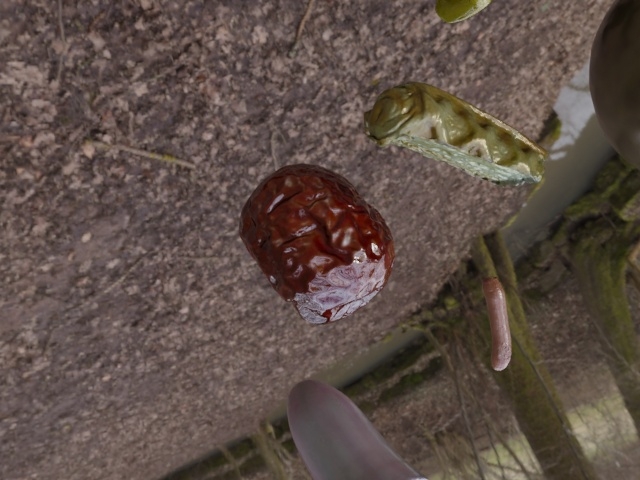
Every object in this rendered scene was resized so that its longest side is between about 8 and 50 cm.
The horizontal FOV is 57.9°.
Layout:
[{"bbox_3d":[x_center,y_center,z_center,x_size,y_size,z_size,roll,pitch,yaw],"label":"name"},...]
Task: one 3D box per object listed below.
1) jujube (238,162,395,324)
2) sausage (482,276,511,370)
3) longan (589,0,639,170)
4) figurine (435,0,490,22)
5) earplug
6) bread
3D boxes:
[{"bbox_3d":[0.000,0.000,0.863,0.213,0.232,0.213,-31,160,-13],"label":"jujube"},{"bbox_3d":[0.349,0.163,1.139,0.043,0.186,0.043,-7,179,0],"label":"sausage"},{"bbox_3d":[0.525,-0.205,0.700,0.361,0.360,0.361,-18,152,-10],"label":"longan"},{"bbox_3d":[0.188,-0.518,0.872,0.205,0.283,0.338,-41,161,16],"label":"figurine"},{"bbox_3d":[0.037,0.359,1.011,0.173,0.301,0.172,-18,130,-23],"label":"earplug"},{"bbox_3d":[0.167,-0.126,0.707,0.232,0.128,0.087,17,97,-16],"label":"bread"}]
